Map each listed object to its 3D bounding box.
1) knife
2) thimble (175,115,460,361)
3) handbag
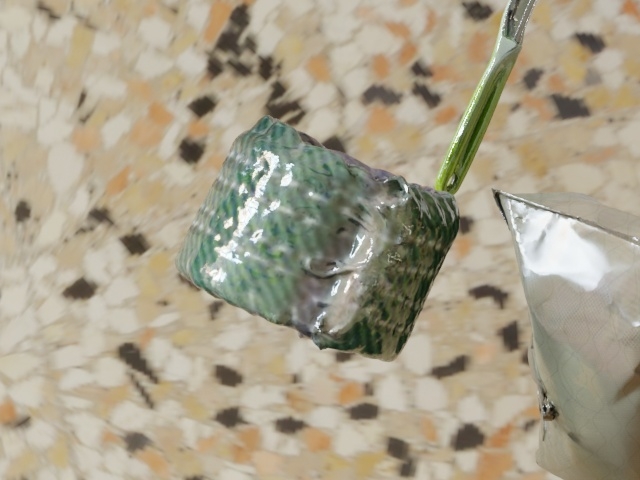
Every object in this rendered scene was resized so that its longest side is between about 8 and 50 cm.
[{"bbox_3d":[0.118,-0.113,1.308,0.022,0.026,0.184,21,96,-25],"label":"knife"},{"bbox_3d":[-0.001,-0.001,0.926,0.118,0.135,0.090,23,92,10],"label":"thimble"},{"bbox_3d":[0.186,0.078,1.172,0.182,0.270,0.117,26,57,32],"label":"handbag"}]
